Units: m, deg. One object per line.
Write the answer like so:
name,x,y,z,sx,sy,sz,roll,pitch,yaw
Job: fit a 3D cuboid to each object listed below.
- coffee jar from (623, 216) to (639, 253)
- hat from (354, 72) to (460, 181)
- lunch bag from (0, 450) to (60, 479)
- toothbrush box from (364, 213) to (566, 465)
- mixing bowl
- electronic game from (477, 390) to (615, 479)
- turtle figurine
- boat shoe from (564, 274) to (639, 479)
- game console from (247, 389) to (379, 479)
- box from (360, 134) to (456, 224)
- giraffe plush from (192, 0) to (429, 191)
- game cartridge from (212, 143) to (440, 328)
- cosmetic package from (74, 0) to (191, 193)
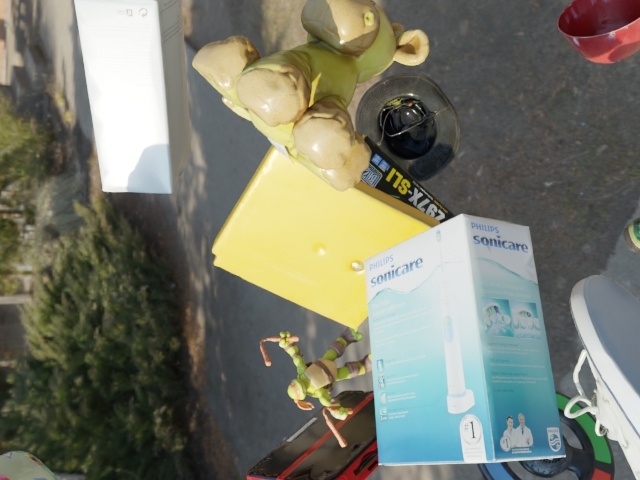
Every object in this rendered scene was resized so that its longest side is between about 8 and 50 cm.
coffee jar,0.756,-0.037,1.413,0.184,0.096,0.079,114,156,-60
hat,0.269,-0.340,1.969,0.134,0.331,0.331,-28,-54,-74
lunch bag,-0.494,0.451,0.967,0.224,0.279,0.108,40,101,14
toothbrush box,0.176,0.140,0.853,0.216,0.126,0.295,-31,57,53
mixing bowl,0.562,-0.410,1.242,0.181,0.098,0.181,-21,39,18
electronic game,0.362,0.340,1.049,0.048,0.229,0.229,95,155,-48
turtle figurine,0.017,0.277,1.298,0.269,0.217,0.087,46,142,27
boat shoe,0.427,0.235,0.892,0.367,0.136,0.156,66,147,23
game console,0.046,0.489,1.567,0.342,0.387,0.060,-18,100,51
box,0.149,-0.057,1.535,0.257,0.322,0.079,-55,11,-33
giraffe plush,0.008,-0.163,0.612,0.170,0.181,0.210,-51,2,0
game cartridge,0.000,0.000,1.141,0.285,0.324,0.052,-53,17,34
cosmetic package,-0.361,-0.308,1.295,0.217,0.156,0.384,-88,2,-61
